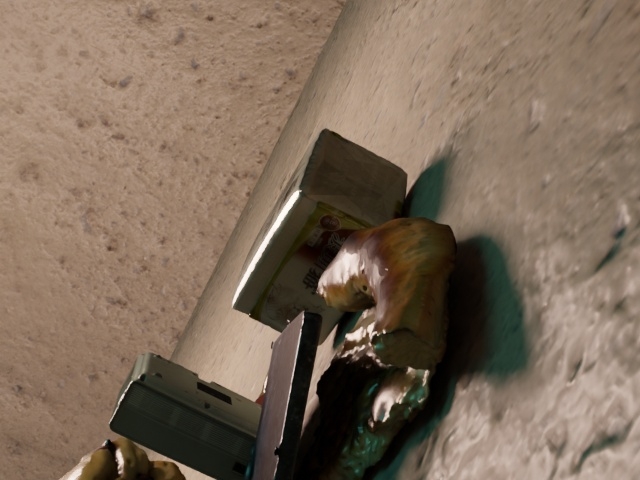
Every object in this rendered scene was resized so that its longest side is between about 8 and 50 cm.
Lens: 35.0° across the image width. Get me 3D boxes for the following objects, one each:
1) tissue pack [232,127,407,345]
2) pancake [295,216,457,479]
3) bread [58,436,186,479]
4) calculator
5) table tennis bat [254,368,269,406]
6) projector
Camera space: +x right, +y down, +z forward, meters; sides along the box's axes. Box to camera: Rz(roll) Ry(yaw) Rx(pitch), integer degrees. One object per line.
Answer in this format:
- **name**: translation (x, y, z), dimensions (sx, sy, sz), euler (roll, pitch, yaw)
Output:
- **tissue pack**: translation (0.001, 0.000, 0.887), dimensions (0.149, 0.099, 0.106), euler (-58, 9, 38)
- **pancake**: translation (0.033, 0.054, 0.674), dimensions (0.257, 0.056, 0.212), euler (124, 167, -48)
- **bread**: translation (-0.207, 0.361, 0.833), dimensions (0.370, 0.191, 0.314), euler (-36, -32, -83)
- **calculator**: translation (-0.033, 0.140, 0.748), dimensions (0.262, 0.021, 0.161), euler (126, 155, -78)
- **table tennis bat**: translation (-0.063, 0.175, 1.063), dimensions (0.087, 0.013, 0.157), euler (131, 161, -68)
- **projector**: translation (-0.111, 0.162, 0.927), dimensions (0.061, 0.147, 0.115), euler (-62, 9, 1)
